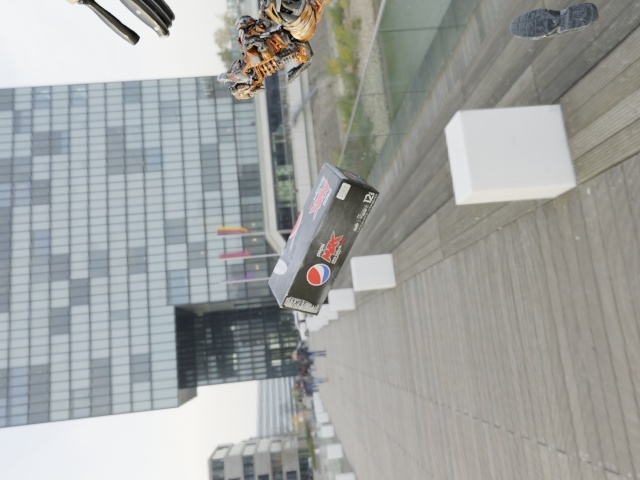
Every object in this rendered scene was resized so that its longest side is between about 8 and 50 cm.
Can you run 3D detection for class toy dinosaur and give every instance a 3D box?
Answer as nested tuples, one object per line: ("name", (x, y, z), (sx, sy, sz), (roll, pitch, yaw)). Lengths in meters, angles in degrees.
("toy dinosaur", (-0.079, -0.409, 0.876), (0.322, 0.218, 0.164), (-55, 28, -3))

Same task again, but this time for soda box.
("soda box", (0.000, 0.000, 0.579), (0.169, 0.053, 0.060), (-64, 30, 16))

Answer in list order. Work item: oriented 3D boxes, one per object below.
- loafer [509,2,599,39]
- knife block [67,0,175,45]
("loafer", (0.487, -0.451, 1.037), (0.061, 0.170, 0.062), (-13, -71, -52))
("knife block", (-0.313, -0.359, 0.610), (0.275, 0.088, 0.242), (-35, -76, -56))
